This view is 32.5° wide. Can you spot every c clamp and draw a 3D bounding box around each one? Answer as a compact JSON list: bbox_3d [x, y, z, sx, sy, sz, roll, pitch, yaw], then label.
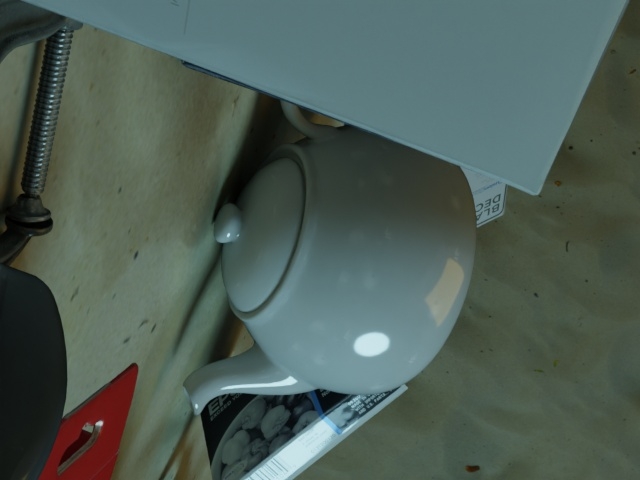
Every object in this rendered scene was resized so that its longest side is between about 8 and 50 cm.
[{"bbox_3d":[-0.124,-0.050,0.467,0.137,0.022,0.160,-48,157,-71],"label":"c clamp"}]

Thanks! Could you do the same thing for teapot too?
[{"bbox_3d":[0.000,0.000,0.936,0.252,0.187,0.256,-44,-143,45],"label":"teapot"}]

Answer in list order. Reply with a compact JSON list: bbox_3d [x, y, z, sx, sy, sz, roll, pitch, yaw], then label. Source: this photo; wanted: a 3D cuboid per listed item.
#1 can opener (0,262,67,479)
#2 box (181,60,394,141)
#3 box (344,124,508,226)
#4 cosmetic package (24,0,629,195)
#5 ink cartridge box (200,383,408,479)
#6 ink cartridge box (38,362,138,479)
[{"bbox_3d":[-0.118,0.109,0.329,0.076,0.095,0.283,-40,-140,33],"label":"can opener"},{"bbox_3d":[0.069,-0.263,0.680,0.296,0.183,0.294,-59,169,-51],"label":"box"},{"bbox_3d":[0.100,-0.153,1.017,0.087,0.169,0.290,-27,143,-21],"label":"box"},{"bbox_3d":[0.017,-0.159,0.405,0.224,0.225,0.138,-59,167,-51],"label":"cosmetic package"},{"bbox_3d":[-0.029,0.142,1.099,0.206,0.045,0.208,-40,-152,8],"label":"ink cartridge box"},{"bbox_3d":[-0.169,0.164,0.511,0.134,0.078,0.231,-42,152,-75],"label":"ink cartridge box"}]
